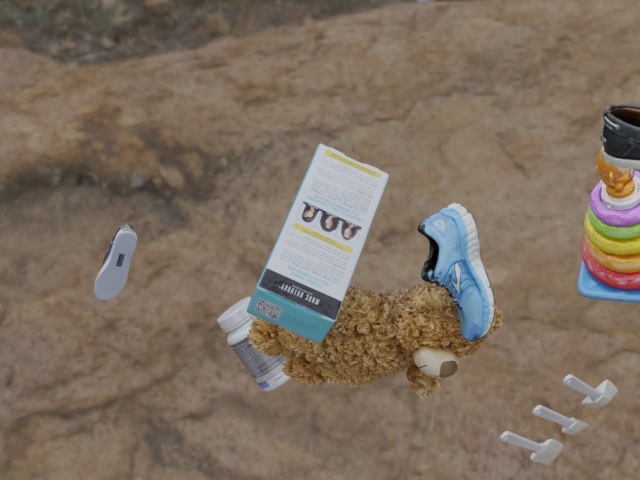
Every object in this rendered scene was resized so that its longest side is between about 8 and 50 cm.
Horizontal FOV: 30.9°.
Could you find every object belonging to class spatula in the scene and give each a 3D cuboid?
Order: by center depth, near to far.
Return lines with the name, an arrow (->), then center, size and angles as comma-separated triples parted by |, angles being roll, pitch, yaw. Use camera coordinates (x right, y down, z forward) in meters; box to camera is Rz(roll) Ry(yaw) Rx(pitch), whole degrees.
spatula -> 0.354, 0.259, 1.708 | 0.168, 0.242, 0.019 | -44, 57, 10

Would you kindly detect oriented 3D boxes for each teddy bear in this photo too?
teddy bear -> 0.063, 0.135, 1.491 | 0.338, 0.245, 0.113 | 0, 50, 21

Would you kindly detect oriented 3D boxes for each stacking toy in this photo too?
stacking toy -> 0.477, -0.049, 1.818 | 0.166, 0.302, 0.175 | 2, 54, 24

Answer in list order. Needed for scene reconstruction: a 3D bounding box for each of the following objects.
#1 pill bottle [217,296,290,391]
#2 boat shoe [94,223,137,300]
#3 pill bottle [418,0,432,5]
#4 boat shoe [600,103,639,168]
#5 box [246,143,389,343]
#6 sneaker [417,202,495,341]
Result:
pill bottle -> -0.097, 0.162, 1.819 | 0.078, 0.137, 0.078 | -34, 9, 6
boat shoe -> -0.343, 0.036, 1.956 | 0.049, 0.142, 0.040 | 19, 22, -18
pill bottle -> 0.151, -0.304, 1.120 | 0.169, 0.094, 0.094 | -33, 38, 16
boat shoe -> 0.475, -0.134, 1.470 | 0.233, 0.079, 0.084 | 5, 29, 20
box -> 0.000, 0.000, 1.417 | 0.101, 0.060, 0.244 | 24, 53, -2
sneaker -> 0.150, 0.042, 1.334 | 0.073, 0.162, 0.063 | -18, 9, -13
